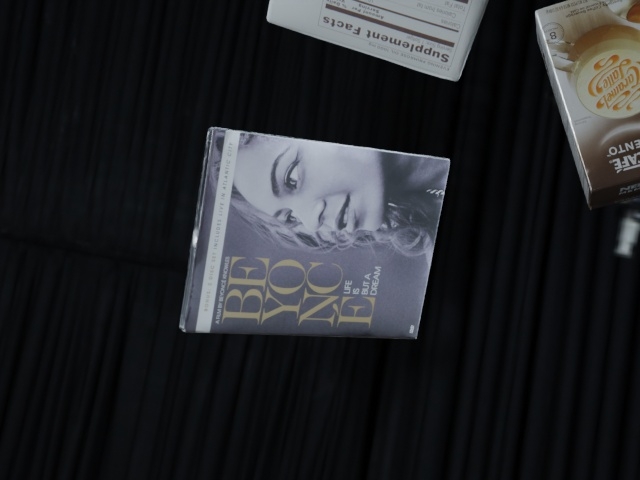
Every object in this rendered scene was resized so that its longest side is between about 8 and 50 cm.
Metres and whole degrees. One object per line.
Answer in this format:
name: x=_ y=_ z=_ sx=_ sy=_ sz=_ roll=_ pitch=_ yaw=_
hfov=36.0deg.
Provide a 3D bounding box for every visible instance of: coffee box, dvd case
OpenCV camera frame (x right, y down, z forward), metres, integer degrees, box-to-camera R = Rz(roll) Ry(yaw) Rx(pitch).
coffee box: x=0.368 y=-0.179 z=1.221 sx=0.141 sy=0.246 sz=0.098 roll=-16 pitch=-16 yaw=10
dvd case: x=0.000 y=0.000 z=0.819 sx=0.221 sy=0.164 sz=0.018 roll=5 pitch=11 yaw=-27

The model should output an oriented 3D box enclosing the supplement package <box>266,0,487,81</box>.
supplement package: x=0.066 y=-0.247 z=0.602 sx=0.134 sy=0.139 sz=0.244 roll=19 pitch=-48 yaw=5
